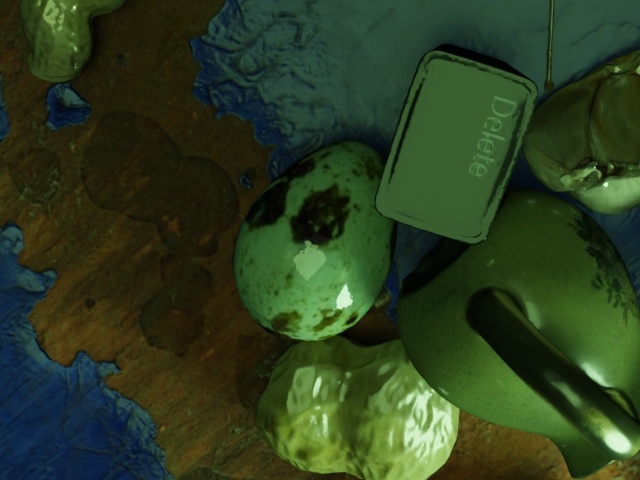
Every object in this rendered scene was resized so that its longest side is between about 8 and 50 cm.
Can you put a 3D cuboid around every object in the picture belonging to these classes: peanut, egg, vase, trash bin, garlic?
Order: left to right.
[{"bbox_3d":[-0.262,-0.277,1.230,0.104,0.086,0.228,31,108,-12],"label":"peanut"},{"bbox_3d":[0.000,0.000,1.222,0.169,0.169,0.231,28,95,0],"label":"egg"},{"bbox_3d":[0.042,0.195,1.294,0.233,0.110,0.197,8,116,7],"label":"peanut"},{"bbox_3d":[0.137,-0.110,1.145,0.115,0.225,0.165,18,105,3],"label":"trash bin"},{"bbox_3d":[0.237,0.117,1.135,0.241,0.329,0.302,-44,95,11],"label":"vase"},{"bbox_3d":[0.326,-0.096,1.163,0.229,0.178,0.143,-7,136,28],"label":"garlic"}]

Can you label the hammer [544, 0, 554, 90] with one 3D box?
[{"bbox_3d":[0.247,-0.222,1.213,0.029,0.014,0.123,4,106,16],"label":"hammer"}]
